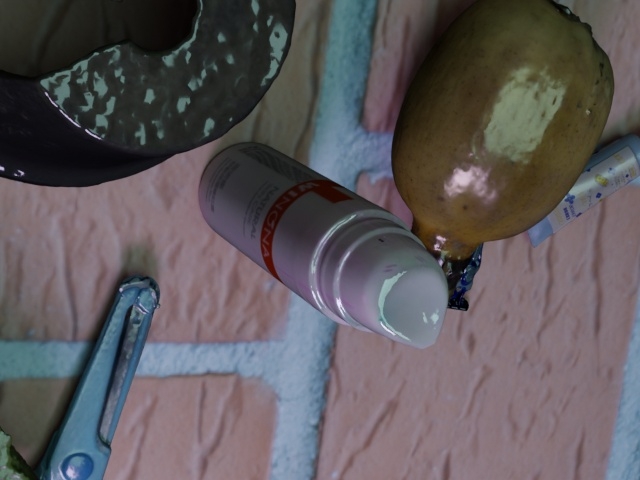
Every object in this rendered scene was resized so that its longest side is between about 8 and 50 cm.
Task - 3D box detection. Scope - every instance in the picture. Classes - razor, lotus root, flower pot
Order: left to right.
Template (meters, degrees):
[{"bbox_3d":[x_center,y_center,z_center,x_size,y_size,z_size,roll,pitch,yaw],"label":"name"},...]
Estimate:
[{"bbox_3d":[-0.156,-0.202,1.364,0.379,0.251,0.379,-7,107,-24],"label":"flower pot"},{"bbox_3d":[0.154,-0.002,1.693,0.044,0.028,0.154,11,101,-27],"label":"razor"},{"bbox_3d":[0.155,-0.085,1.596,0.183,0.183,0.310,23,100,-29],"label":"lotus root"}]

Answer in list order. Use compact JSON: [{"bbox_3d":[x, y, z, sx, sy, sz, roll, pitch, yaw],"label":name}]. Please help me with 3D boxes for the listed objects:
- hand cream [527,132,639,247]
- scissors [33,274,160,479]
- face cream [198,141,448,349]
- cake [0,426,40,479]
[{"bbox_3d":[0.275,-0.060,1.725,0.171,0.043,0.065,-32,120,-11],"label":"hand cream"},{"bbox_3d":[-0.236,0.210,1.572,0.180,0.032,0.393,18,98,-28],"label":"scissors"},{"bbox_3d":[0.000,0.000,1.439,0.102,0.345,0.102,-7,107,-23],"label":"face cream"},{"bbox_3d":[-0.308,0.142,1.432,0.283,0.158,0.172,22,92,-22],"label":"cake"}]
